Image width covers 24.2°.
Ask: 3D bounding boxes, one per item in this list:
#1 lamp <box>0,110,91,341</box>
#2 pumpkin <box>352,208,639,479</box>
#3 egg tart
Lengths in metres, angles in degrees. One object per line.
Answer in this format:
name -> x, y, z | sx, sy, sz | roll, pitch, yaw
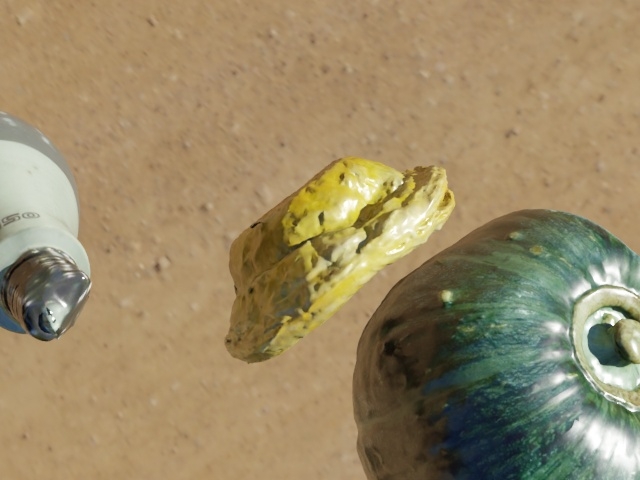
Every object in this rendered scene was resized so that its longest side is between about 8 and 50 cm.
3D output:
lamp -> -0.251, -0.015, 1.213 | 0.182, 0.314, 0.182 | -8, 102, -41
pumpkin -> 0.132, 0.151, 1.116 | 0.197, 0.263, 0.293 | -29, 91, -38
egg tart -> 0.000, 0.000, 1.651 | 0.319, 0.319, 0.128 | -39, 95, -6
